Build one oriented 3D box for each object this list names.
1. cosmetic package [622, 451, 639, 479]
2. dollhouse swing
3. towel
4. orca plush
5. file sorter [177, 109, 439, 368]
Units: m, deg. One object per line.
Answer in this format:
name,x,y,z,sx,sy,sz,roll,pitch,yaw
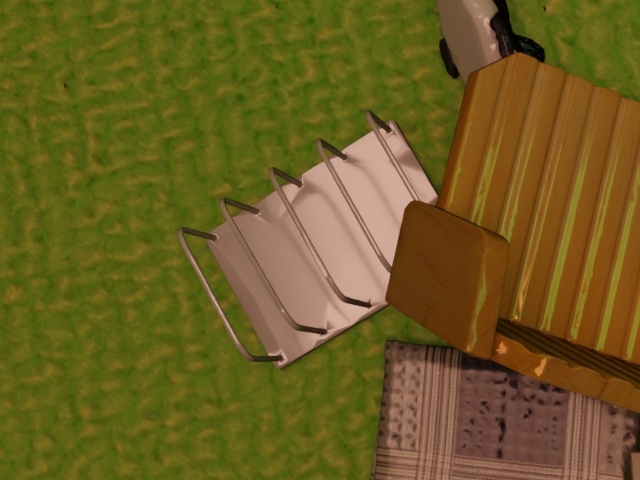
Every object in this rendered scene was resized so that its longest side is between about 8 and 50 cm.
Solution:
cosmetic package,0.484,0.310,1.485,0.310,0.113,0.160,-1,69,8
dollhouse swing,0.296,-0.008,1.445,0.347,0.315,0.304,20,94,-19
towel,0.209,0.292,1.630,0.312,0.056,0.324,5,85,11
orca plush,0.232,-0.200,1.630,0.102,0.151,0.287,-22,76,-20
file sorter,0.000,0.000,1.634,0.278,0.173,0.192,-31,79,10
